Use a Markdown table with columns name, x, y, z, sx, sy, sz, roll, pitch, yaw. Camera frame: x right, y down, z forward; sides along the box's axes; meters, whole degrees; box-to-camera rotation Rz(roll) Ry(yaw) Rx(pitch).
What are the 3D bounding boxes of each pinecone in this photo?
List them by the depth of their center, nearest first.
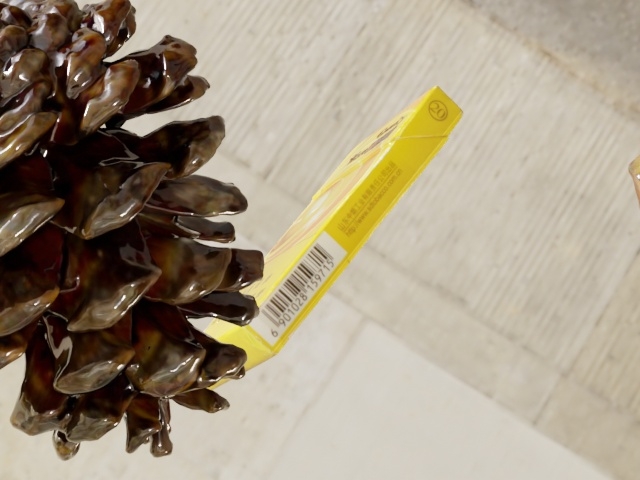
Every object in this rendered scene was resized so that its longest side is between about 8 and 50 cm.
| name | x | y | z | sx | sy | sz | roll | pitch | yaw |
| --- | --- | --- | --- | --- | --- | --- | --- | --- | --- |
| pinecone | -0.150 | -0.013 | 0.791 | 0.244 | 0.244 | 0.309 | 12 | 137 | 52 |

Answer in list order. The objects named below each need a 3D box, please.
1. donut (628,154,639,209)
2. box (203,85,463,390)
| name | x | y | z | sx | sy | sz | roll | pitch | yaw |
| --- | --- | --- | --- | --- | --- | --- | --- | --- | --- |
| donut | 0.332 | 0.080 | 0.617 | 0.377 | 0.163 | 0.435 | 58 | 179 | -17 |
| box | 0.000 | 0.000 | 1.090 | 0.043 | 0.269 | 0.152 | 44 | 151 | -8 |
